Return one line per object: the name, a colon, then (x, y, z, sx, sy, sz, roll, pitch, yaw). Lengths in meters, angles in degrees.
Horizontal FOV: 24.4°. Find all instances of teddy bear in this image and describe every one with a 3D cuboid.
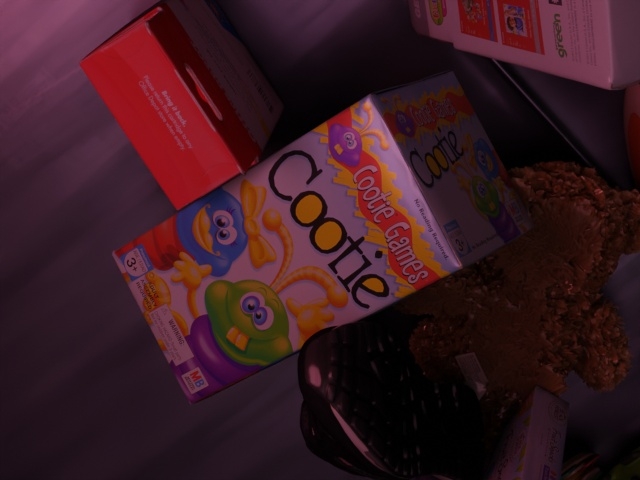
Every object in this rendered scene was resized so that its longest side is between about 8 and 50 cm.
teddy bear: (0.159, 0.072, 1.281, 0.245, 0.113, 0.338, 3, 119, 9)

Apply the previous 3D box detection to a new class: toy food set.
toy food set: (0.222, 0.221, 1.342, 0.082, 0.083, 0.020, -43, 65, 5)

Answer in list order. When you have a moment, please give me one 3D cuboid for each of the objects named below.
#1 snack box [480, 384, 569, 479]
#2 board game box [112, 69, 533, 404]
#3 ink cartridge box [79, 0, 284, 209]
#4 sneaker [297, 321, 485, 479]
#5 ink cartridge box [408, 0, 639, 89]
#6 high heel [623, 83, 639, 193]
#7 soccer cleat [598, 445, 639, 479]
snack box: (0.159, 0.197, 1.204, 0.037, 0.141, 0.100, 30, 121, -4)
board game box: (0.000, 0.000, 1.163, 0.275, 0.144, 0.142, -29, 87, 33)
ink cartridge box: (-0.104, -0.113, 1.132, 0.078, 0.231, 0.134, -31, 102, 13)
sneaker: (0.026, 0.144, 1.159, 0.124, 0.107, 0.283, -7, 156, 24)
ink cartridge box: (0.165, -0.293, 1.087, 0.130, 0.272, 0.310, -19, 113, -23)
high heel: (0.389, -0.003, 1.239, 0.181, 0.127, 0.377, -29, 112, -1)
soccer cleat: (0.296, 0.313, 1.382, 0.121, 0.093, 0.289, 3, 110, -32)
